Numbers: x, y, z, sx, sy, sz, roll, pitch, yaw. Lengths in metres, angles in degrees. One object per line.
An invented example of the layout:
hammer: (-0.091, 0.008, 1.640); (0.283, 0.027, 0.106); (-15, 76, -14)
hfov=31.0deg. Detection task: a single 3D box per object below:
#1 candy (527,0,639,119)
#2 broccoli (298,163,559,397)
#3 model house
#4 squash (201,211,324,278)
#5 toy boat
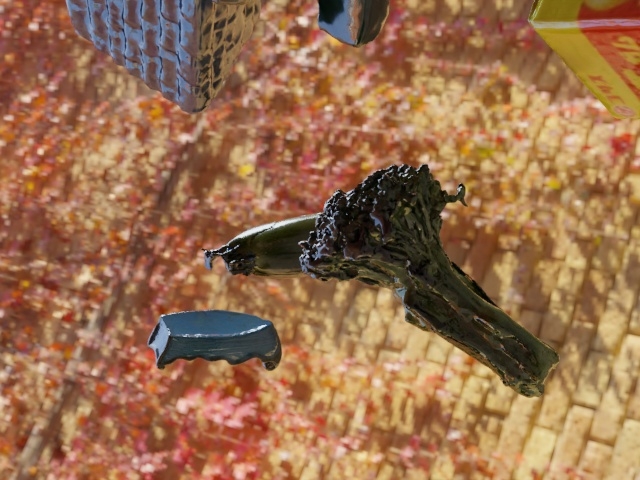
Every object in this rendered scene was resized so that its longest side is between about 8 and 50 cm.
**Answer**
candy: (0.296, -0.147, 0.772); (0.146, 0.276, 0.088); (31, -108, -43)
broccoli: (0.126, 0.054, 1.212); (0.304, 0.165, 0.145); (40, -144, -6)
model house: (-0.071, -0.355, 1.286); (0.446, 0.399, 0.395); (-7, -32, -14)
squash: (0.001, 0.001, 1.532); (0.332, 0.087, 0.087); (-13, -70, -27)
toy boat: (-0.135, 0.142, 1.533); (0.186, 0.075, 0.077); (-1, -60, -26)
